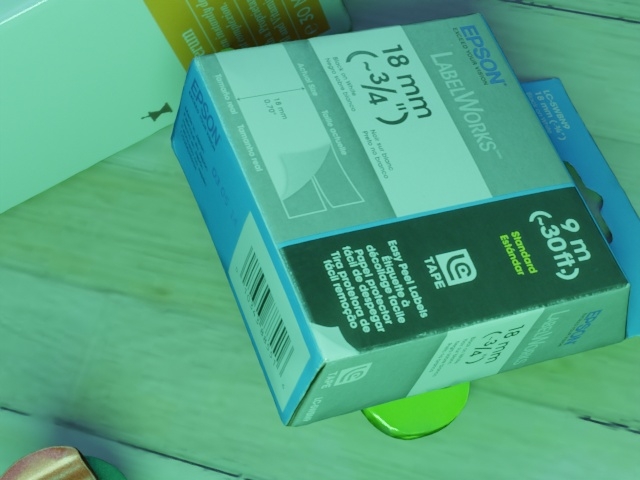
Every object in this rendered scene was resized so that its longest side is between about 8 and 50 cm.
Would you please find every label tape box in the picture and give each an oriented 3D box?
[{"bbox_3d":[0.095,-0.032,0.986,0.333,0.106,0.241,-12,61,-23],"label":"label tape box"}]

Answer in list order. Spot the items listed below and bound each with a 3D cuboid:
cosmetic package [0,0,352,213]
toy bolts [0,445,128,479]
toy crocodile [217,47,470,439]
[{"bbox_3d":[-0.223,-0.177,1.140,0.453,0.230,0.161,-28,64,1],"label":"cosmetic package"},{"bbox_3d":[-0.244,0.201,1.004,0.228,0.158,0.218,-23,83,-4],"label":"toy bolts"},{"bbox_3d":[0.000,0.000,1.073,0.105,0.115,0.340,-24,65,-5],"label":"toy crocodile"}]
